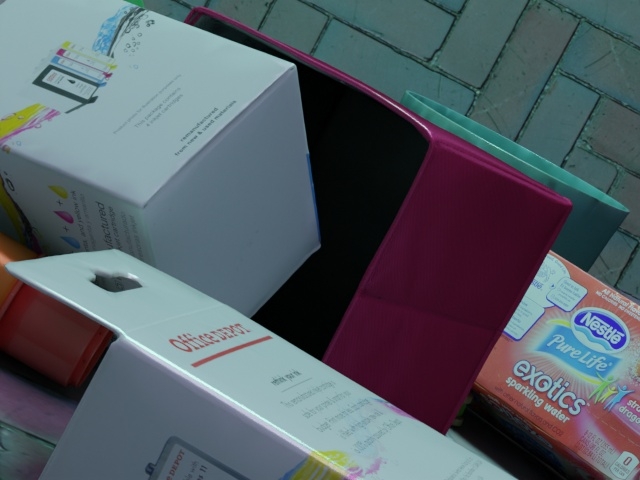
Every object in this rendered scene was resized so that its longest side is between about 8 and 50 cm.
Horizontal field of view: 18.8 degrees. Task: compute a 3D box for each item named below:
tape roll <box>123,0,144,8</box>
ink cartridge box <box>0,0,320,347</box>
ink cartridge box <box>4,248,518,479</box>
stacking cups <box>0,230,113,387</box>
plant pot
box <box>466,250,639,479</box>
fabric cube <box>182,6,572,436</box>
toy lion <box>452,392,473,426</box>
[{"bbox_3d":[-0.289,-0.170,1.514,0.321,0.321,0.077,24,-30,-28],"label":"tape roll"},{"bbox_3d":[-0.147,-0.048,1.348,0.233,0.168,0.171,22,-38,30],"label":"ink cartridge box"},{"bbox_3d":[-0.022,0.142,1.070,0.353,0.119,0.207,31,9,10],"label":"ink cartridge box"},{"bbox_3d":[-0.280,-0.007,1.265,0.316,0.096,0.096,31,8,3],"label":"stacking cups"},{"bbox_3d":[0.170,-0.002,2.229,0.293,0.235,0.293,28,7,-4],"label":"plant pot"},{"bbox_3d":[0.245,0.131,1.802,0.300,0.154,0.142,34,-12,41],"label":"box"},{"bbox_3d":[0.000,0.000,1.544,0.254,0.259,0.258,32,8,31],"label":"fabric cube"},{"bbox_3d":[0.087,0.141,1.791,0.096,0.034,0.100,8,20,-48],"label":"toy lion"}]
